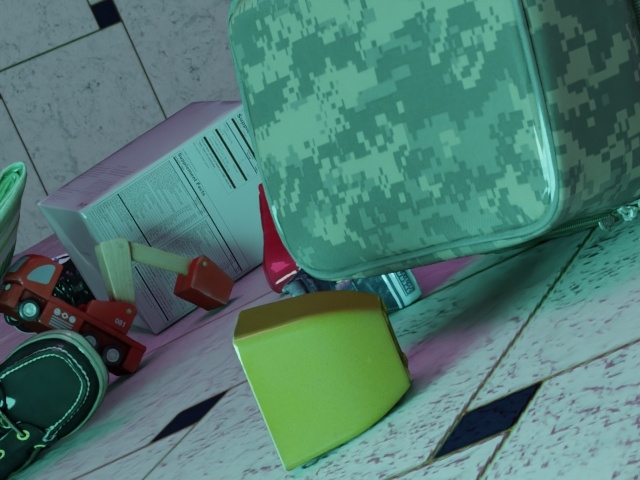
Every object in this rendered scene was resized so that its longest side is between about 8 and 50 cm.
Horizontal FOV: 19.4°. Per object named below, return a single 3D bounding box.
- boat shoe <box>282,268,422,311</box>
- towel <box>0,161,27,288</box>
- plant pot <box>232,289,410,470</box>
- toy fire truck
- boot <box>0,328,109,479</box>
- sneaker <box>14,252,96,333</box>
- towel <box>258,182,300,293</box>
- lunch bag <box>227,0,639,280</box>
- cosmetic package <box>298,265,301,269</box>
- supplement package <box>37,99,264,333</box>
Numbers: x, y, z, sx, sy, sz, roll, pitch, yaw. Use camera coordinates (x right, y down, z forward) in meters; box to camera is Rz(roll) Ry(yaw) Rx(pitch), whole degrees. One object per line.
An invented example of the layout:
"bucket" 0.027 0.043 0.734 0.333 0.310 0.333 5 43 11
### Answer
"boat shoe" 0.011 0.024 1.332 0.083 0.065 0.183 -28 10 -3
"towel" -0.336 0.099 1.626 0.248 0.038 0.325 -62 0 -29
"plant pot" 0.005 0.070 1.058 0.083 0.081 0.081 -21 9 5
"toy fire truck" -0.187 0.047 1.696 0.047 0.192 0.135 -19 44 62
"boot" -0.283 0.174 1.496 0.236 0.085 0.178 -34 7 38
"sneaker" -0.290 0.047 2.288 0.217 0.079 0.121 -31 7 -1
"towel" 0.058 -0.076 1.645 0.275 0.031 0.199 -36 24 15
"lunch bag" 0.132 -0.106 1.165 0.256 0.212 0.305 -17 1 -36
"cosmetic package" 0.036 -0.002 1.493 0.115 0.041 0.060 -32 8 -3
"supplement package" -0.147 -0.028 1.902 0.203 0.149 0.194 -34 15 -15
